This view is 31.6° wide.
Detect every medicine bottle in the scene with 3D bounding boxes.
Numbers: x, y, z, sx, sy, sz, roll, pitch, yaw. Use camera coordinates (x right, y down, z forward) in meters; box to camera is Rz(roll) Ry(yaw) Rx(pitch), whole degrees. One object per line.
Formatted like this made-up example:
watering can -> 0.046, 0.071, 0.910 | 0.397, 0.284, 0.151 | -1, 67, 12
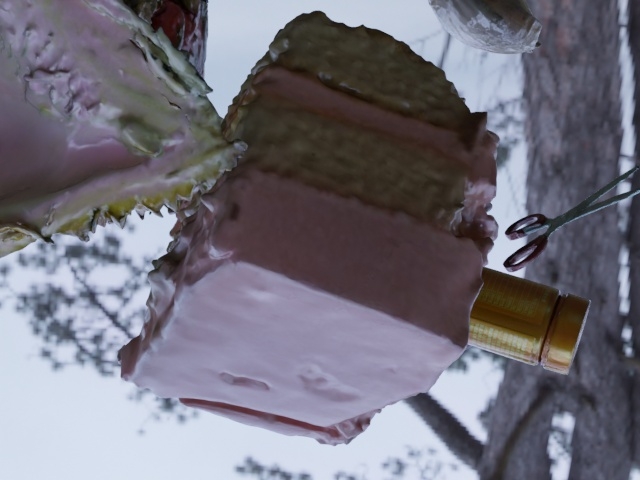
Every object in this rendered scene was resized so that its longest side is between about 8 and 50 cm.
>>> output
medicine bottle -> 0.212, 0.085, 1.330 | 0.192, 0.096, 0.096 | 16, -163, 15

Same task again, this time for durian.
durian -> -0.228, -0.091, 0.667 | 0.195, 0.305, 0.185 | -49, -163, -21

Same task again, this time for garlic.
garlic -> 0.197, -0.300, 1.415 | 0.101, 0.195, 0.087 | -44, -174, -21

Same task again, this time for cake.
cake -> 0.000, 0.000, 1.106 | 0.293, 0.314, 0.306 | 22, -128, -9

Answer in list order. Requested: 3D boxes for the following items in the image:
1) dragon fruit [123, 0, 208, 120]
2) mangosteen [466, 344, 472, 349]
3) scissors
dragon fruit -> -0.283, -0.239, 1.316 | 0.296, 0.314, 0.263 | 1, 168, 4
mangosteen -> 0.236, 0.152, 1.959 | 0.081, 0.081, 0.081 | 6, -165, -2
scissors -> 0.399, -0.039, 1.794 | 0.248, 0.017, 0.144 | -31, -159, 25
